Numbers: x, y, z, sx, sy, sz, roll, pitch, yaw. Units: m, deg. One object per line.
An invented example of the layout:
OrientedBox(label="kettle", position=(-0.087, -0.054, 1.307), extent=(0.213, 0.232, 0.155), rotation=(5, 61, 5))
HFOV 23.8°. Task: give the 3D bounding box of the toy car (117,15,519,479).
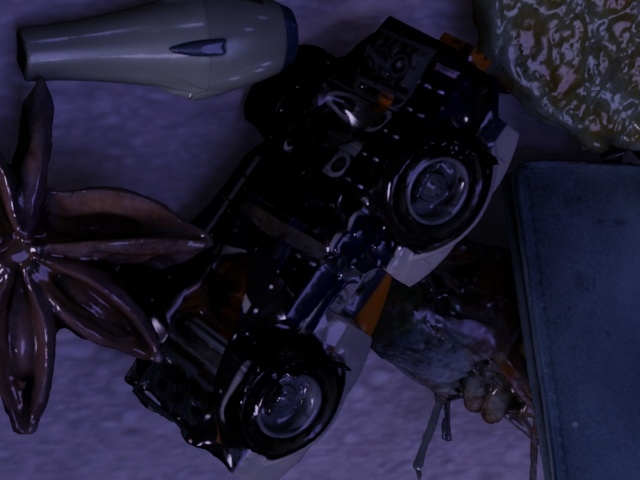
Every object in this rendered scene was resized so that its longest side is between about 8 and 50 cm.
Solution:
OrientedBox(label="toy car", position=(0.002, 0.000, 0.937), extent=(0.118, 0.193, 0.301), rotation=(37, 90, -36))

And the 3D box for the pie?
OrientedBox(label="pie", position=(0.220, -0.192, 1.022), extent=(0.257, 0.105, 0.274), rotation=(25, 97, -33))

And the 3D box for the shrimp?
OrientedBox(label="shrimp", position=(0.145, 0.101, 1.109), extent=(0.372, 0.137, 0.172), rotation=(37, 129, -25))

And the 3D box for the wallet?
OrientedBox(label="wallet", position=(0.265, 0.071, 1.055), extent=(0.290, 0.054, 0.251), rotation=(1, 71, -30))

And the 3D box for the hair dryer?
OrientedBox(label="hair dryer", position=(-0.111, -0.171, 0.889), extent=(0.167, 0.067, 0.199), rotation=(-20, 110, -13))

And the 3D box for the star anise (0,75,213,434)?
OrientedBox(label="star anise", position=(-0.188, 0.015, 0.888), extent=(0.212, 0.073, 0.197), rotation=(44, 89, -10))
